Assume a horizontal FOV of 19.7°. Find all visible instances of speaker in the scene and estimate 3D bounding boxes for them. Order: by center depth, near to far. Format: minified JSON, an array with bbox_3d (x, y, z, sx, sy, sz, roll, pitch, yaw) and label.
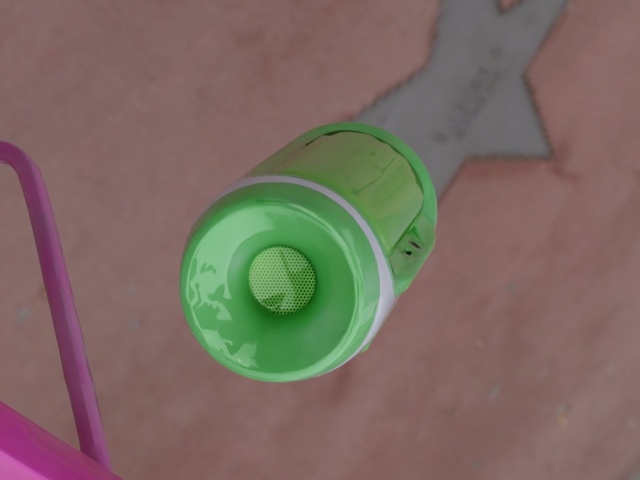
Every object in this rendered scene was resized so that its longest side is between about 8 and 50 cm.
[{"bbox_3d":[0.000,0.000,1.182,0.131,0.131,0.296,-65,175,15],"label":"speaker"}]

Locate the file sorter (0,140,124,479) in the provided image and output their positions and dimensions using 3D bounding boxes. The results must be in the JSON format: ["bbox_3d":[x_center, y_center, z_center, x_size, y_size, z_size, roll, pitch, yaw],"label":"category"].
[{"bbox_3d":[-0.215,0.004,0.452,0.202,0.182,0.291,-32,138,14],"label":"file sorter"}]
